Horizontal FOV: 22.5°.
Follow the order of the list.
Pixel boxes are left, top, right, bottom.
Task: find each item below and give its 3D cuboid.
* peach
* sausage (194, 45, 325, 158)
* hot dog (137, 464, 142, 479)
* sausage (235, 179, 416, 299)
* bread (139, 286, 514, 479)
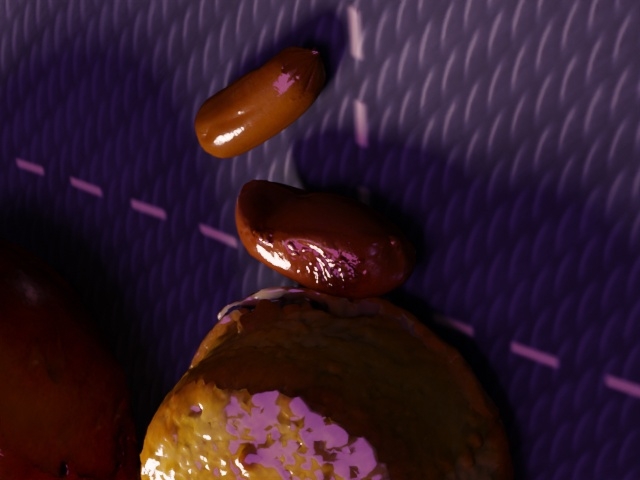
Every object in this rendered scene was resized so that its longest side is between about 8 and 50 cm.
[{"bbox_3d":[-0.378,0.214,1.727,0.353,0.339,0.416,18,131,37],"label":"peach"},{"bbox_3d":[-0.056,-0.118,1.426,0.062,0.054,0.183,33,144,-27],"label":"sausage"},{"bbox_3d":[-0.193,0.306,1.842,0.144,0.038,0.062,40,136,15],"label":"hot dog"},{"bbox_3d":[0.000,0.000,1.428,0.179,0.089,0.089,22,130,30],"label":"sausage"},{"bbox_3d":[-0.002,0.227,1.464,0.337,0.204,0.358,3,106,25],"label":"bread"}]
